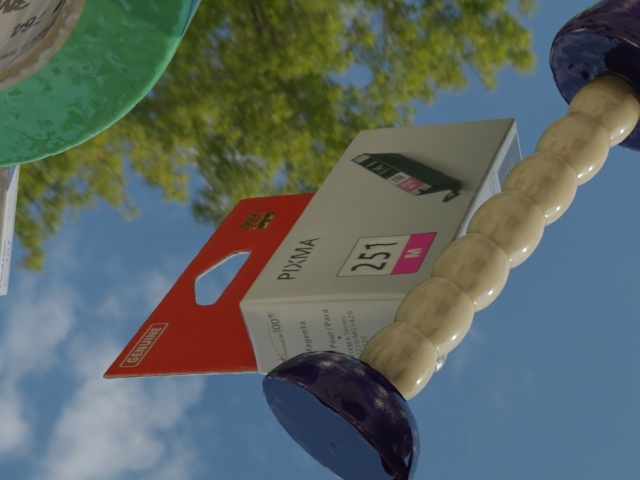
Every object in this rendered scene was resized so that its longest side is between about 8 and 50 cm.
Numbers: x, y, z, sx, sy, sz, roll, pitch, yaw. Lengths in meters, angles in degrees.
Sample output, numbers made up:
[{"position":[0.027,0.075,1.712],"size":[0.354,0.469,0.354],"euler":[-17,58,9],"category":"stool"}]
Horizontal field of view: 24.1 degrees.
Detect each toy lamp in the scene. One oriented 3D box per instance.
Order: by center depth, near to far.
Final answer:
[{"position":[0.087,-0.017,0.630],"size":[0.080,0.080,0.275],"euler":[32,-116,26],"category":"toy lamp"}]

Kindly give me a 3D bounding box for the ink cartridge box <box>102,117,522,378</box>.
[{"position":[0.000,0.000,1.050],"size":[0.239,0.060,0.275],"euler":[-2,-153,21],"category":"ink cartridge box"}]

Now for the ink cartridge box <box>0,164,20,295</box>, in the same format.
[{"position":[-0.269,-0.066,1.089],"size":[0.097,0.046,0.207],"euler":[5,-91,-2],"category":"ink cartridge box"}]

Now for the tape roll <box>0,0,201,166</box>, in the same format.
[{"position":[-0.193,-0.172,0.622],"size":[0.321,0.321,0.077],"euler":[4,-134,18],"category":"tape roll"}]
